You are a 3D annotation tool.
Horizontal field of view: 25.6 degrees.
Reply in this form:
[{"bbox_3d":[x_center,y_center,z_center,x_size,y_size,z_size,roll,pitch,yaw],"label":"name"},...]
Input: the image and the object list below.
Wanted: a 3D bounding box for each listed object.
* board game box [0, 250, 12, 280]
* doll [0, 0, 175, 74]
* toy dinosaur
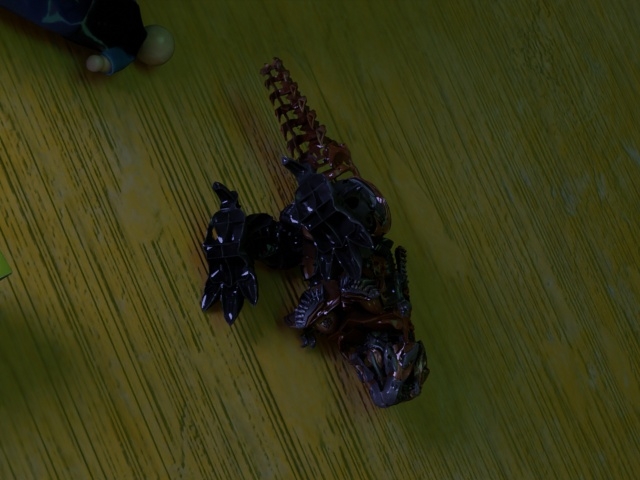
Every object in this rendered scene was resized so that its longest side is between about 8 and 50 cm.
[{"bbox_3d":[-0.305,0.050,0.943,0.181,0.092,0.043,-31,92,-49],"label":"board game box"},{"bbox_3d":[-0.203,-0.204,1.221,0.189,0.046,0.129,24,55,-36],"label":"doll"},{"bbox_3d":[0.000,0.000,1.286,0.322,0.164,0.218,52,23,15],"label":"toy dinosaur"}]
